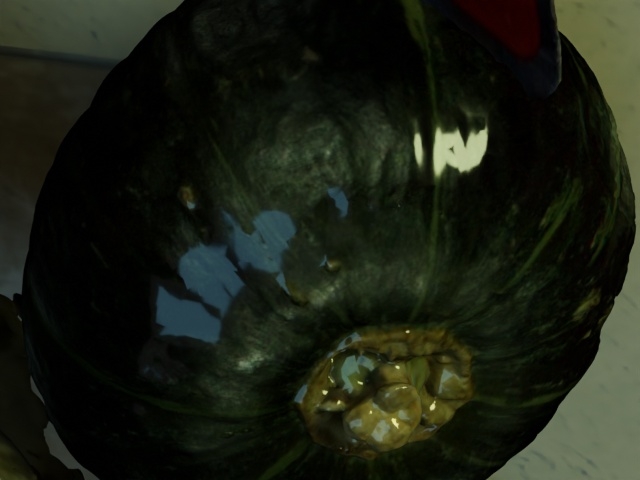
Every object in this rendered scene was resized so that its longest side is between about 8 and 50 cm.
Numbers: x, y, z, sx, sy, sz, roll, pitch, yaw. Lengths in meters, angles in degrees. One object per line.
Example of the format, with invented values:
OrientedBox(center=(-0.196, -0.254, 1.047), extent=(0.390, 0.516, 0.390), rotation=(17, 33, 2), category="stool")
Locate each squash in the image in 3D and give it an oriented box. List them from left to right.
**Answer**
OrientedBox(center=(0.001, 0.003, 0.565), extent=(0.193, 0.155, 0.193), rotation=(-14, 154, -7), category="squash")

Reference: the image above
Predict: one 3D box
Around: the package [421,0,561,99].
OrientedBox(center=(0.010, -0.186, 0.429), extent=(0.071, 0.194, 0.269), rotation=(-5, 124, -22), category="package")

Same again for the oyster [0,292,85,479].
OrientedBox(center=(-0.166, -0.024, 0.595), extent=(0.294, 0.094, 0.166), rotation=(57, 166, 22), category="oyster")
